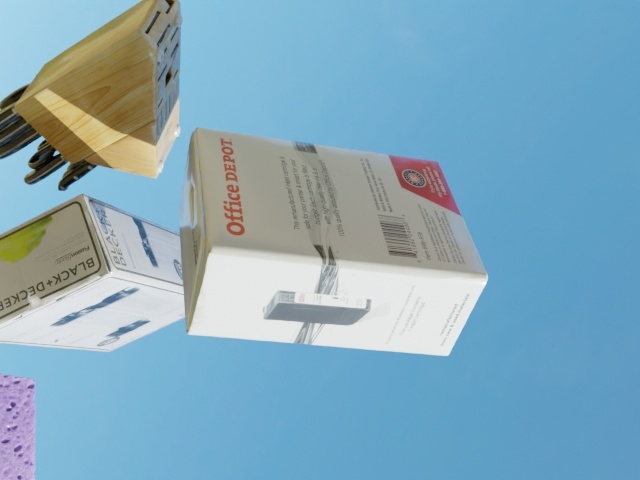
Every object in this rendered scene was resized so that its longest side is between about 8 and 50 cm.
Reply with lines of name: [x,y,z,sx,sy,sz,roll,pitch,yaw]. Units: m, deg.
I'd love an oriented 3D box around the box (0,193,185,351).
box: [-0.244,0.047,1.006,0.169,0.290,0.087,-25,-104,11]

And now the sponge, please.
sponge: [-0.418,0.274,1.171,0.031,0.117,0.210,-18,-113,29]

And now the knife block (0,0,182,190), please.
knife block: [-0.285,-0.171,1.044,0.276,0.242,0.088,101,3,-48]

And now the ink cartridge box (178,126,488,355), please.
ink cartridge box: [0.000,0.000,0.918,0.197,0.272,0.114,-103,-153,-49]
